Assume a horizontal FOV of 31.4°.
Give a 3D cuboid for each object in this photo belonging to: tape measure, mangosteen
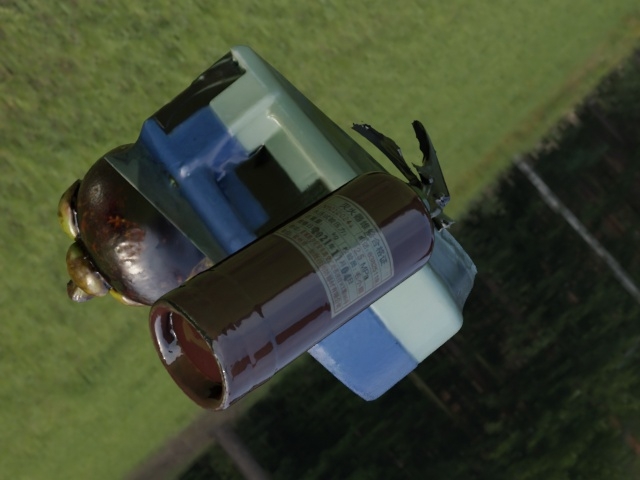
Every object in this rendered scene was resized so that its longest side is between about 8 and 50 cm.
[{"bbox_3d":[-0.005,-0.004,0.905,0.138,0.262,0.259,-47,160,-1],"label":"tape measure"},{"bbox_3d":[-0.212,-0.002,1.293,0.217,0.192,0.192,-35,179,12],"label":"mangosteen"}]

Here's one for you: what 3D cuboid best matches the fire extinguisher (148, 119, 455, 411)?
[{"bbox_3d":[0.000,0.000,0.673,0.231,0.099,0.071,-35,171,-32],"label":"fire extinguisher"}]
